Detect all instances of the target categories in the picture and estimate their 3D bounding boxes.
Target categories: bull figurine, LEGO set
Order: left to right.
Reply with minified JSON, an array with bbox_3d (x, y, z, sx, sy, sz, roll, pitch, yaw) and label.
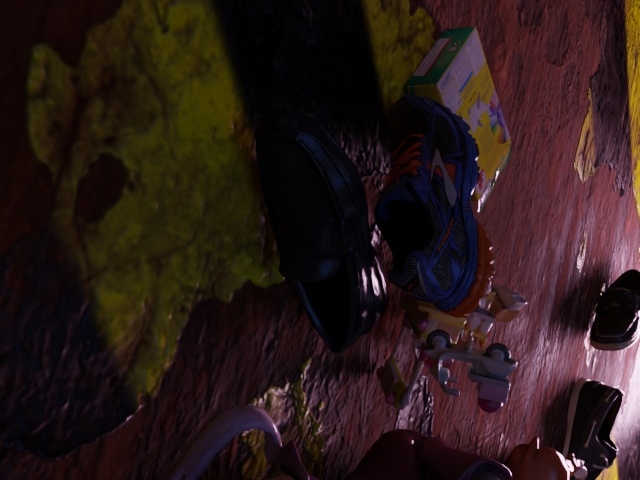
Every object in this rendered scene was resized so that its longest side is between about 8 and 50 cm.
[{"bbox_3d":[0.127,0.103,0.747,0.287,0.132,0.107,-23,134,-72],"label":"LEGO set"},{"bbox_3d":[0.286,0.426,1.006,0.188,0.101,0.311,22,81,-55],"label":"bull figurine"}]

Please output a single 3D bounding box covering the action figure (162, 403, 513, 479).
[{"bbox_3d":[0.032,0.253,0.641,0.248,0.276,0.370,-48,168,25],"label":"action figure"}]

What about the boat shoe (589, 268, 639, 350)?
[{"bbox_3d":[0.505,0.113,1.244,0.223,0.080,0.074,-31,115,-50],"label":"boat shoe"}]

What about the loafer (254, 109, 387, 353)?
[{"bbox_3d":[0.000,0.000,0.585,0.078,0.076,0.223,-58,140,-38],"label":"loafer"}]

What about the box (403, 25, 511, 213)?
[{"bbox_3d":[0.155,-0.123,0.786,0.105,0.043,0.179,-55,132,-30],"label":"box"}]

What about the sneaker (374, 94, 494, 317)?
[{"bbox_3d":[0.089,-0.044,0.644,0.087,0.083,0.221,13,52,-30],"label":"sneaker"}]

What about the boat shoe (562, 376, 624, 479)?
[{"bbox_3d":[0.444,0.348,1.207,0.084,0.079,0.233,8,92,-53],"label":"boat shoe"}]
